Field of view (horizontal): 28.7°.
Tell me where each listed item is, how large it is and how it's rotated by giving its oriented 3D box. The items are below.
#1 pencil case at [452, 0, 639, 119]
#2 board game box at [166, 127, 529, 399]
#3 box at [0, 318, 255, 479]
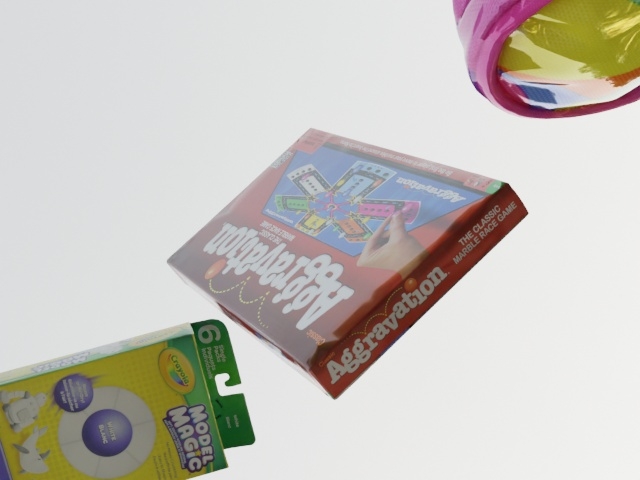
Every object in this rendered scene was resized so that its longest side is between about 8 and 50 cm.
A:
[{"bbox_3d":[0.064,-0.153,0.356,0.104,0.104,0.236,3,-114,-33],"label":"pencil case"},{"bbox_3d":[0.000,0.000,0.769,0.145,0.281,0.027,-44,-67,-9],"label":"board game box"},{"bbox_3d":[-0.140,0.125,0.873,0.179,0.043,0.105,-16,-78,-9],"label":"box"}]
